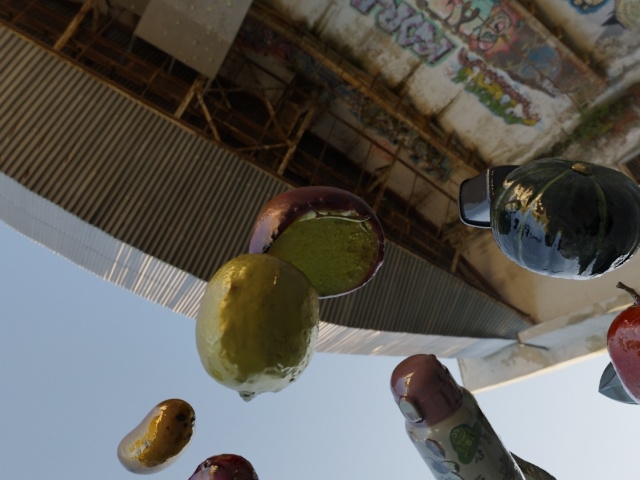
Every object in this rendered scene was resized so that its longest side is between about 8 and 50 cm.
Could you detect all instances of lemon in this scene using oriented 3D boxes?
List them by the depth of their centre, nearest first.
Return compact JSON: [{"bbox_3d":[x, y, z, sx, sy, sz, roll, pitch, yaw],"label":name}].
[{"bbox_3d":[-0.125,0.163,0.899,0.260,0.260,0.284,35,-121,-9],"label":"lemon"}]

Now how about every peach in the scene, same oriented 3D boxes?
[{"bbox_3d":[-0.017,-0.003,1.367,0.406,0.335,0.310,-9,-159,-8],"label":"peach"}]

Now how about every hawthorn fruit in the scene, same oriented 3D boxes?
[{"bbox_3d":[0.627,0.186,0.804,0.205,0.205,0.253,-7,-110,-40],"label":"hawthorn fruit"}]

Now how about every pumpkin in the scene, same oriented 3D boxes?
[{"bbox_3d":[0.544,-0.054,0.986,0.323,0.241,0.323,3,-159,-1],"label":"pumpkin"}]

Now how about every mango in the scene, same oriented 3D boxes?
[{"bbox_3d":[-0.328,0.404,0.899,0.178,0.090,0.115,-43,-120,-6],"label":"mango"}]

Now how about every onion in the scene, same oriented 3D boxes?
[{"bbox_3d":[-0.149,0.442,0.768,0.140,0.150,0.150,21,-139,-61],"label":"onion"}]

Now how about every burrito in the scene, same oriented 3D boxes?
[{"bbox_3d":[0.518,0.588,1.110,0.229,0.063,0.058,30,-154,2],"label":"burrito"}]

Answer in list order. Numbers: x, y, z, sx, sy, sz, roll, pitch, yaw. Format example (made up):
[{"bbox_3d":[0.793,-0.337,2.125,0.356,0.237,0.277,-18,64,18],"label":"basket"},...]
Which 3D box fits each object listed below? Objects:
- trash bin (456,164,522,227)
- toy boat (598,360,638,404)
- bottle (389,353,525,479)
[{"bbox_3d":[0.591,-0.144,1.489,0.209,0.290,0.182,3,-99,-1],"label":"trash bin"},{"bbox_3d":[0.796,0.297,1.038,0.092,0.319,0.141,13,-133,-28],"label":"toy boat"},{"bbox_3d":[0.194,0.287,0.659,0.253,0.120,0.120,56,-137,-6],"label":"bottle"}]
